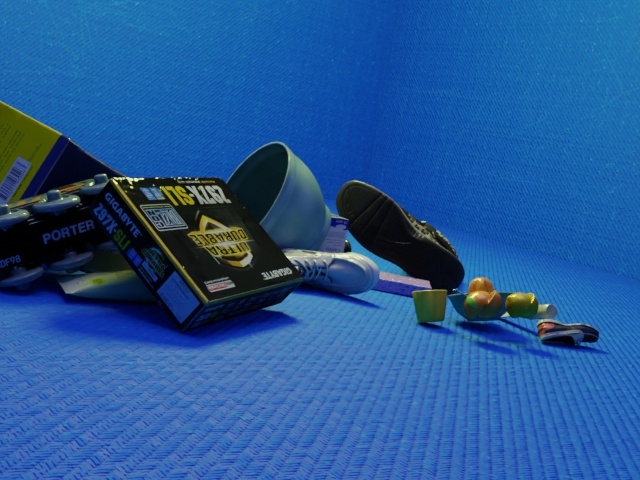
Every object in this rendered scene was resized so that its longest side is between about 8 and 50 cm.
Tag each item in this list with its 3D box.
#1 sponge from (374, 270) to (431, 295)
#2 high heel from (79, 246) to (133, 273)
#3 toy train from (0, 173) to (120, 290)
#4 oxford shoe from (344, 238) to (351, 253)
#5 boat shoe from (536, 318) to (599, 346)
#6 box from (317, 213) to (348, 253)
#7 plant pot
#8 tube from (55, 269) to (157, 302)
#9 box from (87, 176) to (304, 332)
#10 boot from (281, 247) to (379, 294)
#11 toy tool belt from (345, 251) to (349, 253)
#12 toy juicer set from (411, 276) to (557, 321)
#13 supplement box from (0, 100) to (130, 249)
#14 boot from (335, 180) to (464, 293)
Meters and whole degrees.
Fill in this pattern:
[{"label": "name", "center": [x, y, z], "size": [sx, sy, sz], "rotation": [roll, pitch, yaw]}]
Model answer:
[{"label": "sponge", "center": [0.155, 0.096, 1.990], "size": [0.210, 0.031, 0.117], "rotation": [11, 7, 5]}, {"label": "high heel", "center": [-0.327, 0.052, 1.603], "size": [0.261, 0.093, 0.186], "rotation": [-6, -17, -9]}, {"label": "toy train", "center": [-0.456, -0.020, 1.417], "size": [0.334, 0.142, 0.190], "rotation": [-23, 20, -38]}, {"label": "oxford shoe", "center": [-0.011, 0.020, 2.226], "size": [0.096, 0.082, 0.227], "rotation": [-9, 11, -41]}, {"label": "boat shoe", "center": [0.496, 0.190, 1.692], "size": [0.137, 0.049, 0.043], "rotation": [11, 49, -15]}, {"label": "box", "center": [0.000, 0.000, 2.103], "size": [0.072, 0.137, 0.126], "rotation": [5, 9, -28]}, {"label": "plant pot", "center": [-0.100, -0.056, 1.990], "size": [0.196, 0.293, 0.293], "rotation": [34, -6, -30]}, {"label": "tube", "center": [-0.307, 0.074, 1.400], "size": [0.240, 0.062, 0.070], "rotation": [1, -29, -27]}, {"label": "box", "center": [-0.196, 0.009, 1.415], "size": [0.257, 0.079, 0.322], "rotation": [48, 22, 15]}, {"label": "boot", "center": [-0.014, 0.070, 1.785], "size": [0.258, 0.095, 0.123], "rotation": [5, 9, 32]}, {"label": "toy tool belt", "center": [0.090, 0.060, 2.107], "size": [0.083, 0.051, 0.052], "rotation": [16, 9, 38]}, {"label": "toy juicer set", "center": [0.355, 0.115, 1.695], "size": [0.209, 0.089, 0.329], "rotation": [-9, -10, 44]}, {"label": "supplement box", "center": [-0.583, -0.136, 1.664], "size": [0.357, 0.195, 0.194], "rotation": [27, -6, 32]}, {"label": "boot", "center": [0.215, -0.011, 2.196], "size": [0.377, 0.138, 0.284], "rotation": [36, 8, 8]}]
